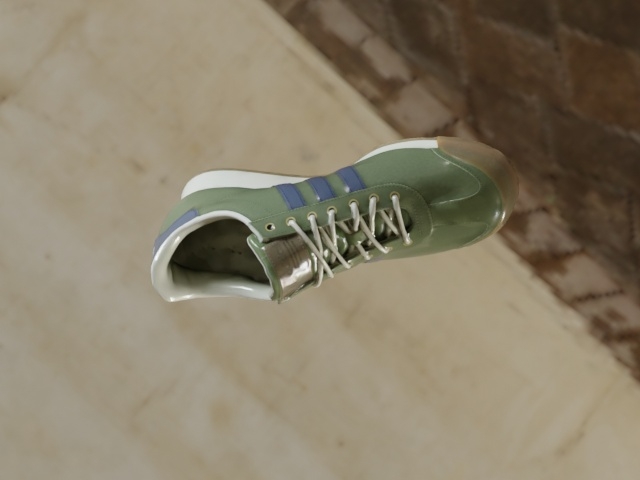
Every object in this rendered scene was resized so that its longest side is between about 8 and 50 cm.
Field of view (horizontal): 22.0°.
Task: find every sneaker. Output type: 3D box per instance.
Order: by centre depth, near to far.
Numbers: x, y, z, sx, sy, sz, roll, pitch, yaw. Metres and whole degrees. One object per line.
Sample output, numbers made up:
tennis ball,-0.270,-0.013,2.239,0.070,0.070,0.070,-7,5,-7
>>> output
sneaker,0.000,0.000,0.828,0.192,0.086,0.064,-5,120,25
